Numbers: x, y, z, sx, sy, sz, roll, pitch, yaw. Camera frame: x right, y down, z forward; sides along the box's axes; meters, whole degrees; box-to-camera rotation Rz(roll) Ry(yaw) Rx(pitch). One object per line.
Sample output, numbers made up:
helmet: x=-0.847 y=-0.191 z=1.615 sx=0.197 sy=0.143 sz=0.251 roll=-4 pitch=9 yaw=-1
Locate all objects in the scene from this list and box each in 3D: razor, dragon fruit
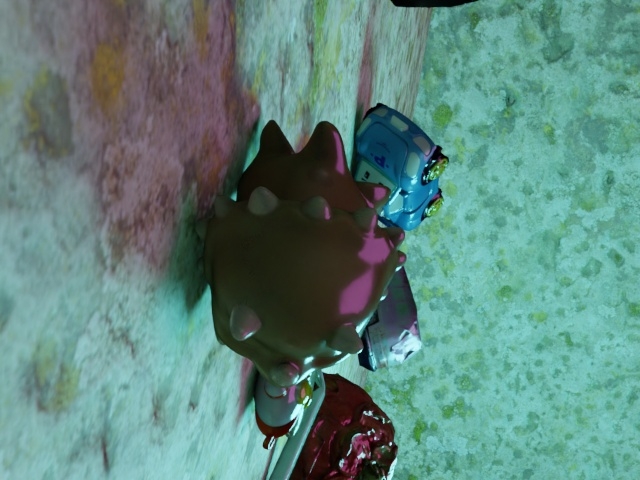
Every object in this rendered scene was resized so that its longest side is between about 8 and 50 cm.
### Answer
razor: x=-0.035 y=0.320 z=1.183 sx=0.111 sy=0.056 sz=0.277 roll=92 pitch=13 yaw=-50
dragon fruit: x=0.048 y=0.413 z=1.334 sx=0.152 sy=0.205 sz=0.316 roll=76 pitch=26 yaw=-67

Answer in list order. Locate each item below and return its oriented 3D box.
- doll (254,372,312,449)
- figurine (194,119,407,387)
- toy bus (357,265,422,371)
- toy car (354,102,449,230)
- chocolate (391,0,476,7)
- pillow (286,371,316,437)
doll: x=-0.042 y=0.158 z=0.916 sx=0.142 sy=0.076 sz=0.244 roll=77 pitch=22 yaw=-67
figurine: x=-0.013 y=-0.002 z=0.590 sx=0.247 sy=0.177 sz=0.173 roll=-62 pitch=-177 yaw=-24
toy bus: x=0.136 y=0.145 z=1.516 sx=0.302 sy=0.147 sz=0.127 roll=-98 pitch=175 yaw=-52
toy car: x=0.143 y=-0.137 z=1.398 sx=0.166 sy=0.198 sz=0.314 roll=-43 pitch=158 yaw=-13
chocolate: x=0.148 y=-0.451 z=0.856 sx=0.186 sy=0.284 sz=0.283 roll=-98 pitch=-168 yaw=-58
pillow: x=-0.030 y=0.202 z=1.096 sx=0.093 sy=0.051 sz=0.241 roll=-44 pitch=144 yaw=-65
